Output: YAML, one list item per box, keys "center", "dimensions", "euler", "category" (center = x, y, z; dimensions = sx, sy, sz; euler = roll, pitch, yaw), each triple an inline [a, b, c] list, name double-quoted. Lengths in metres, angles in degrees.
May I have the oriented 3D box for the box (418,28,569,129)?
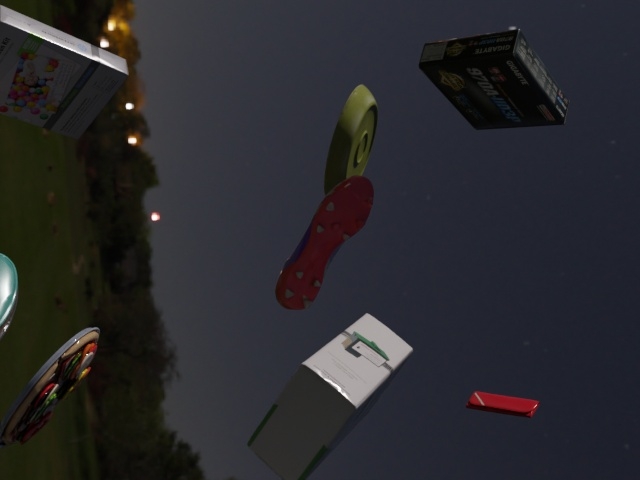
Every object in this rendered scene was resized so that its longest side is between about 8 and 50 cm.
- center: [0.295, -0.264, 1.394]
  dimensions: [0.175, 0.220, 0.051]
  euler: [2, -112, 39]
  category: "box"

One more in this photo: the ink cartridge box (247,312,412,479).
- center: [0.019, 0.211, 1.129]
  dimensions: [0.092, 0.219, 0.160]
  euler: [38, -65, 12]
  category: "ink cartridge box"

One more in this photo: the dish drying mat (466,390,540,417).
- center: [0.220, 0.198, 1.002]
  dimensions: [0.083, 0.032, 0.008]
  euler: [1, -64, 36]
  category: "dish drying mat"

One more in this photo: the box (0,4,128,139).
- center: [-0.381, -0.223, 1.130]
  dimensions: [0.145, 0.186, 0.038]
  euler: [-41, -132, 30]
  category: "box"

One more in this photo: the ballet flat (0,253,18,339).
- center: [-0.315, 0.093, 0.714]
  dimensions: [0.203, 0.074, 0.074]
  euler: [-97, -166, -50]
  category: "ballet flat"

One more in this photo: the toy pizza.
- center: [-0.362, 0.205, 1.128]
  dimensions: [0.201, 0.032, 0.201]
  euler: [-53, 178, -3]
  category: "toy pizza"

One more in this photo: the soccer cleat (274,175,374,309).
- center: [0.000, 0.000, 1.347]
  dimensions: [0.248, 0.083, 0.095]
  euler: [-61, -158, -4]
  category: "soccer cleat"

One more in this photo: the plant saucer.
- center: [0.068, -0.190, 1.654]
  dimensions: [0.241, 0.037, 0.241]
  euler: [17, 90, -77]
  category: "plant saucer"
